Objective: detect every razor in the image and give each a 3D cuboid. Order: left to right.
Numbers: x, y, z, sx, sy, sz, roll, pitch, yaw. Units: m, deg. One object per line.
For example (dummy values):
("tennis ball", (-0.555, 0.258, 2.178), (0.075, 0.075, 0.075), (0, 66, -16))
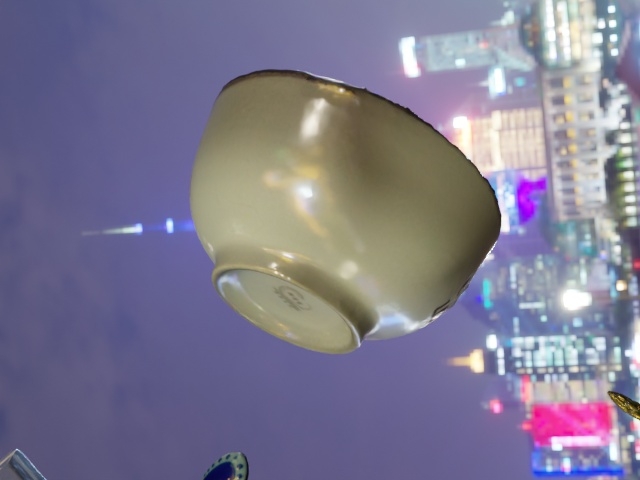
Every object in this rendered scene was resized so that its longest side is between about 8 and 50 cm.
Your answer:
("razor", (-0.063, 0.167, 0.523), (0.028, 0.044, 0.154), (-13, -52, -50))

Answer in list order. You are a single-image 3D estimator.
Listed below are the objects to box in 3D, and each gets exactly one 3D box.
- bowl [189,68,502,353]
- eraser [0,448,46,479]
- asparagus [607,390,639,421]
("bowl", (0.000, 0.000, 1.178), (0.185, 0.354, 0.354), (-64, -28, -24))
("eraser", (-0.413, 0.344, 1.266), (0.225, 0.036, 0.082), (-41, -70, -22))
("asparagus", (0.268, 0.145, 0.746), (0.016, 0.163, 0.016), (-60, -31, -7))
